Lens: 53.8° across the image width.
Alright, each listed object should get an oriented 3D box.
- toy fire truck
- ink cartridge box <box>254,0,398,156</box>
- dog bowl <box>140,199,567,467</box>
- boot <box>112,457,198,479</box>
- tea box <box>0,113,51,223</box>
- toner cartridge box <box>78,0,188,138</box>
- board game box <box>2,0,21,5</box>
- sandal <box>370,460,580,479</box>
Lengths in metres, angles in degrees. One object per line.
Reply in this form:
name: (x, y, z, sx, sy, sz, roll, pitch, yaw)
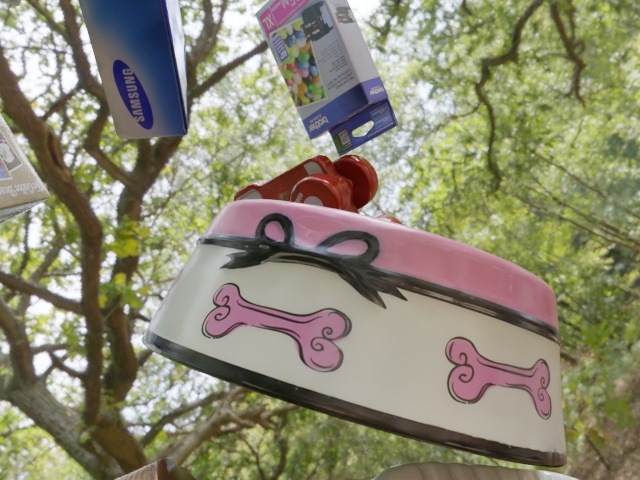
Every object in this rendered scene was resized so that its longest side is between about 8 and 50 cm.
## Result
toy fire truck: (0.000, 0.000, 1.151, 0.253, 0.302, 0.169, -24, 9, 34)
ink cartridge box: (0.007, -0.313, 1.135, 0.065, 0.311, 0.185, -29, 6, -37)
dog bowl: (0.045, 0.083, 0.624, 0.408, 0.407, 0.151, 37, -114, -68)
boot: (-0.151, 0.318, 0.521, 0.220, 0.109, 0.283, -30, -56, 4)
tea box: (-0.619, -0.064, 0.874, 0.323, 0.220, 0.329, -27, 9, 1)
toner cartridge box: (-0.178, -0.276, 0.562, 0.348, 0.075, 0.165, 92, 171, -50)
board game box: (-0.502, -0.519, 0.899, 0.224, 0.098, 0.303, 9, -41, -42)
sandal: (0.190, 0.306, 0.610, 0.102, 0.416, 0.169, -40, 32, 41)
